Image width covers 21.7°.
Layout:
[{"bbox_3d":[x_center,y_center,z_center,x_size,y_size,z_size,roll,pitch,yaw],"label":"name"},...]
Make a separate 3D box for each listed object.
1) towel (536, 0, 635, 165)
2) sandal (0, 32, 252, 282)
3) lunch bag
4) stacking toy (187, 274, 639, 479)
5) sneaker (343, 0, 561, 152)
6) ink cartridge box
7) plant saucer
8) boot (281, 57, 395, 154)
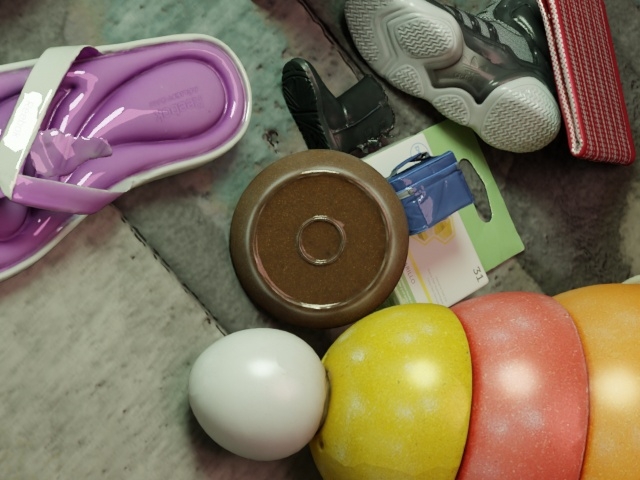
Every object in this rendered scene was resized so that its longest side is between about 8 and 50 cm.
[{"bbox_3d":[0.286,-0.179,1.808,0.275,0.031,0.199,-2,79,-69],"label":"towel"},{"bbox_3d":[-0.209,-0.092,1.416,0.416,0.102,0.169,-33,100,-39],"label":"sandal"},{"bbox_3d":[0.096,-0.048,1.607,0.098,0.067,0.065,-30,97,-38],"label":"lunch bag"},{"bbox_3d":[0.110,0.158,1.534,0.480,0.350,0.351,14,69,-18],"label":"stacking toy"},{"bbox_3d":[0.145,-0.214,1.745,0.268,0.101,0.153,34,46,-17],"label":"sneaker"},{"bbox_3d":[0.121,-0.027,1.701,0.235,0.056,0.171,-27,96,-38],"label":"ink cartridge box"},{"bbox_3d":[0.000,0.000,1.547,0.168,0.029,0.168,0,93,-4],"label":"plant saucer"},{"bbox_3d":[0.021,-0.137,1.652,0.099,0.045,0.121,-32,107,-37],"label":"boot"}]
